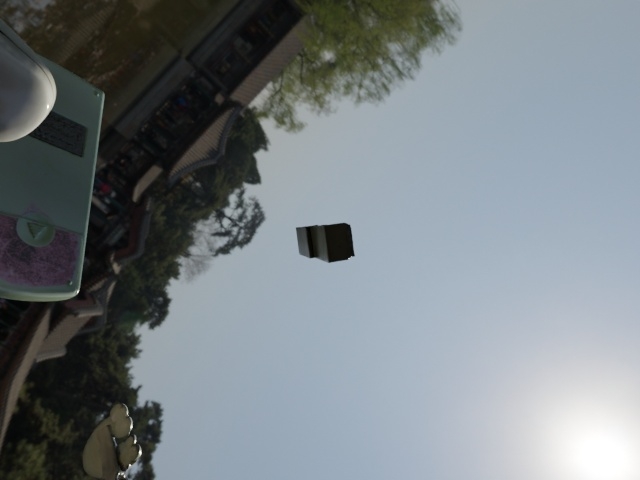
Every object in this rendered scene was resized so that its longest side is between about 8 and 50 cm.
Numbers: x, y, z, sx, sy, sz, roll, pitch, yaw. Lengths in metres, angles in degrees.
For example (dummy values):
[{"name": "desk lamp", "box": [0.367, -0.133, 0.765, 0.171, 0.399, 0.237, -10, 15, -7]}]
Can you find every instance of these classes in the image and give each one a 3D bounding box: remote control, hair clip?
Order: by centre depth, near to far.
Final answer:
[{"name": "remote control", "box": [-0.385, -0.090, 0.630, 0.050, 0.145, 0.344, -15, -114, 31]}, {"name": "hair clip", "box": [-0.420, 0.416, 0.918, 0.116, 0.049, 0.172, -32, -134, -10]}]

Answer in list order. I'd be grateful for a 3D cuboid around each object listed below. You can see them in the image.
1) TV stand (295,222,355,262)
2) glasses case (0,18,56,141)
[{"name": "TV stand", "box": [0.000, 0.000, 0.678, 0.040, 0.049, 0.256, -8, -178, -9]}, {"name": "glasses case", "box": [-0.257, -0.140, 0.276, 0.074, 0.193, 0.049, -31, -139, 14]}]
